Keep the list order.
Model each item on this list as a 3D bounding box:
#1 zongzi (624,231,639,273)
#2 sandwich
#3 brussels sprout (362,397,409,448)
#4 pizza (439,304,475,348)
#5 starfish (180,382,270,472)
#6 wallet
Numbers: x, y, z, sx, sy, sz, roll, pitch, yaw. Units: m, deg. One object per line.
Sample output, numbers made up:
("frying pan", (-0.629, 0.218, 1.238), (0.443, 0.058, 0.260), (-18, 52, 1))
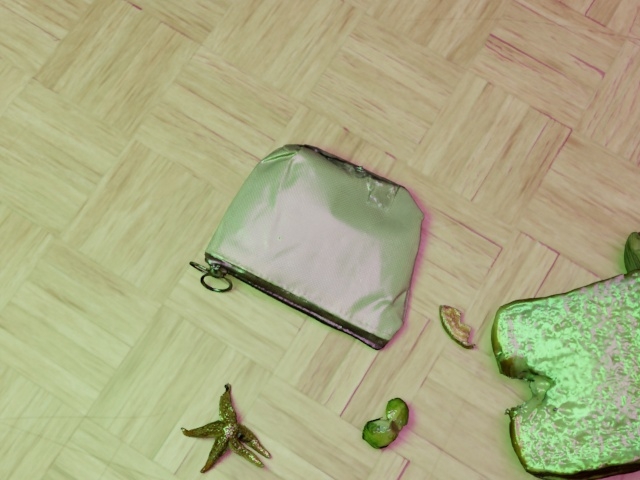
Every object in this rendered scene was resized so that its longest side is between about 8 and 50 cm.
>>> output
("zongzi", (0.501, 0.126, 1.358), (0.228, 0.115, 0.256), (44, 96, 21))
("sandwich", (0.379, 0.200, 1.291), (0.249, 0.095, 0.273), (-14, 74, 17))
("brussels sprout", (0.098, 0.266, 1.321), (0.083, 0.046, 0.051), (-48, 39, -14))
("pizza", (0.207, 0.131, 1.381), (0.037, 0.016, 0.083), (-31, 73, -9))
("starfish", (-0.140, 0.270, 1.318), (0.133, 0.041, 0.130), (-1, 72, -2))
("wallet", (0.000, 0.001, 1.394), (0.335, 0.068, 0.275), (25, 78, -1))
